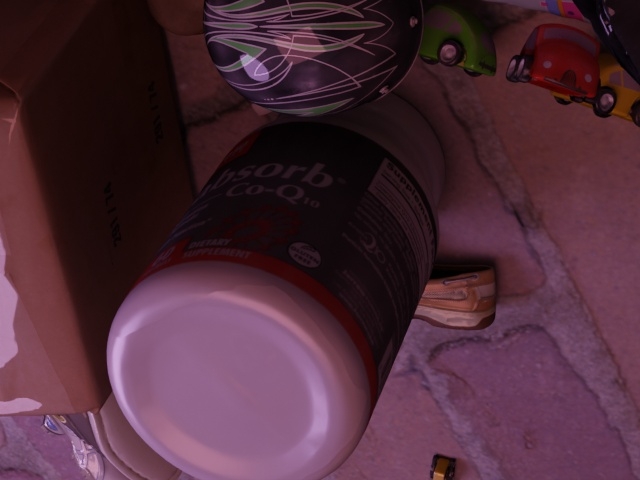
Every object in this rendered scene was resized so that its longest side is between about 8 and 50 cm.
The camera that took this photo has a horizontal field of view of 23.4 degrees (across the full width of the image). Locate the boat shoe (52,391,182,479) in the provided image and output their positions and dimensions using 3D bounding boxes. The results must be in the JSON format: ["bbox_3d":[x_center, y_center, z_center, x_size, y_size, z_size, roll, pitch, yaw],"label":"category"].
[{"bbox_3d":[-0.249,0.149,1.659,0.091,0.109,0.305,2,135,46],"label":"boat shoe"}]

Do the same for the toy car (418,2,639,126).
[{"bbox_3d":[0.154,-0.152,1.249,0.225,0.239,0.053,20,96,27],"label":"toy car"}]

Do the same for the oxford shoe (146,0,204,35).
[{"bbox_3d":[-0.090,-0.294,1.246,0.123,0.130,0.348,24,131,3],"label":"oxford shoe"}]

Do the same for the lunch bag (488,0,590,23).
[{"bbox_3d":[0.193,-0.298,1.111,0.223,0.160,0.262,14,135,13],"label":"lunch bag"}]

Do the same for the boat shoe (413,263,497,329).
[{"bbox_3d":[0.075,0.036,1.482,0.190,0.068,0.072,4,115,7],"label":"boat shoe"}]

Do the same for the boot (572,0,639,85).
[{"bbox_3d":[0.370,-0.231,0.956,0.445,0.146,0.367,-36,98,0],"label":"boot"}]

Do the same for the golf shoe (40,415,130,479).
[{"bbox_3d":[-0.246,0.216,1.745,0.086,0.069,0.176,-31,110,31],"label":"golf shoe"}]

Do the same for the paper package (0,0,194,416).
[{"bbox_3d":[-0.248,-0.063,1.370,0.168,0.309,0.325,2,127,16],"label":"paper package"}]

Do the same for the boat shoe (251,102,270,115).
[{"bbox_3d":[-0.003,-0.176,1.348,0.184,0.066,0.063,-34,97,38],"label":"boat shoe"}]

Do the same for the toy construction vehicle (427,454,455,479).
[{"bbox_3d":[0.151,0.282,1.649,0.086,0.035,0.098,14,129,12],"label":"toy construction vehicle"}]

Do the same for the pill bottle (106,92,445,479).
[{"bbox_3d":[-0.018,0.022,1.294,0.210,0.363,0.210,9,124,13],"label":"pill bottle"}]

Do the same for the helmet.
[{"bbox_3d":[-0.008,-0.174,1.219,0.169,0.161,0.169,-1,103,-4],"label":"helmet"}]
